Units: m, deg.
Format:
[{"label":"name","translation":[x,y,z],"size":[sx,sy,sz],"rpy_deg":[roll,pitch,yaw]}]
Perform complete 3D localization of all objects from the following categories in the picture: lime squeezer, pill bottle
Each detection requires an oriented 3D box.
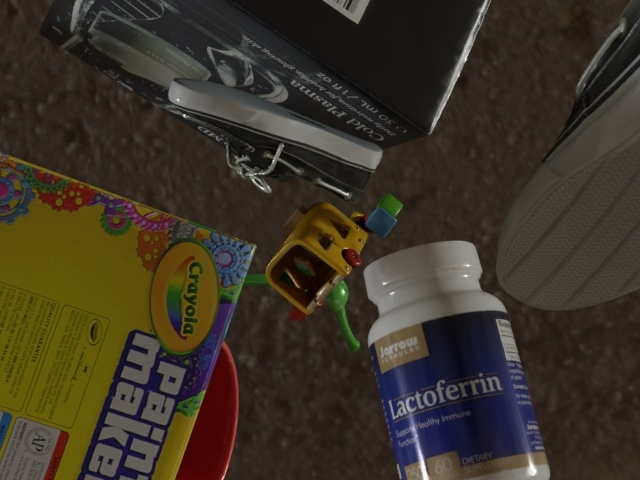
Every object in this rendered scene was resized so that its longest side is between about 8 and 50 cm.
[{"label":"lime squeezer","translation":[-0.032,0.077,1.887],"size":[0.310,0.059,0.110],"rpy_deg":[24,141,-35]},{"label":"pill bottle","translation":[0.135,0.143,1.360],"size":[0.153,0.264,0.153],"rpy_deg":[-13,164,-4]}]

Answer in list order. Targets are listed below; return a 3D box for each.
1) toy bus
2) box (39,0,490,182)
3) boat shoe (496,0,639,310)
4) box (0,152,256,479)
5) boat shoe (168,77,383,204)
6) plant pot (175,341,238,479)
[{"label":"toy bus","translation":[0.000,0.002,1.725],"size":[0.104,0.202,0.191],"rpy_deg":[39,75,-6]},{"label":"box","translation":[-0.088,-0.350,1.915],"size":[0.480,0.297,0.472],"rpy_deg":[31,162,-21]},{"label":"boat shoe","translation":[0.228,-0.087,0.854],"size":[0.121,0.119,0.335],"rpy_deg":[23,129,-17]},{"label":"box","translation":[-0.181,0.112,0.774],"size":[0.177,0.279,0.290],"rpy_deg":[20,86,-9]},{"label":"boat shoe","translation":[-0.068,-0.123,1.692],"size":[0.306,0.113,0.105],"rpy_deg":[17,104,-33]},{"label":"plant pot","translation":[-0.280,0.261,1.897],"size":[0.243,0.275,0.275],"rpy_deg":[5,135,17]}]
